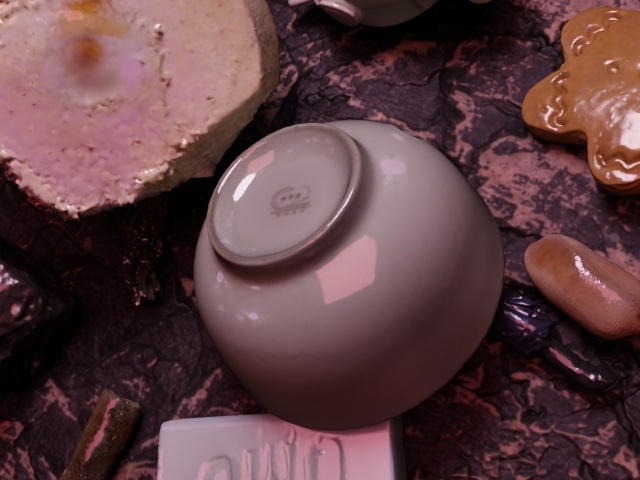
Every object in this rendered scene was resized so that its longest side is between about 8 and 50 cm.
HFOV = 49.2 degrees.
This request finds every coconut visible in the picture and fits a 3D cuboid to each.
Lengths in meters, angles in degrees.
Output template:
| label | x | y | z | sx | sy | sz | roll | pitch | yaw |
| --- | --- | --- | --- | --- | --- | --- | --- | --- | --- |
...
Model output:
| label | x | y | z | sx | sy | sz | roll | pitch | yaw |
| --- | --- | --- | --- | --- | --- | --- | --- | --- | --- |
| coconut | -0.266 | -0.249 | 0.866 | 0.404 | 0.404 | 0.405 | -6 | 69 | 15 |

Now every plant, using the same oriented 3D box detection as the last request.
| label | x | y | z | sx | sy | sz | roll | pitch | yaw |
| --- | --- | --- | --- | --- | --- | --- | --- | --- | --- |
| plant | -0.449 | 0.108 | 0.899 | 0.234 | 0.178 | 0.204 | -42 | 66 | -7 |

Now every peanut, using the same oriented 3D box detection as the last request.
| label | x | y | z | sx | sy | sz | roll | pitch | yaw |
| --- | --- | --- | --- | --- | --- | --- | --- | --- | --- |
| peanut | 0.288 | 0.050 | 0.757 | 0.152 | 0.076 | 0.076 | 40 | 86 | 23 |

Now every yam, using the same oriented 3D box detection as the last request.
| label | x | y | z | sx | sy | sz | roll | pitch | yaw |
| --- | --- | --- | --- | --- | --- | --- | --- | --- | --- |
| yam | -0.298 | 0.307 | 0.847 | 0.061 | 0.061 | 0.253 | 20 | 78 | 22 |

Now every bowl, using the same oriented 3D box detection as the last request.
| label | x | y | z | sx | sy | sz | roll | pitch | yaw |
| --- | --- | --- | --- | --- | --- | --- | --- | --- | --- |
| bowl | 0.000 | 0.000 | 0.744 | 0.353 | 0.185 | 0.354 | -16 | 50 | 20 |

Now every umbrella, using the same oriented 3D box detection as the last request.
| label | x | y | z | sx | sy | sz | roll | pitch | yaw |
| --- | --- | --- | --- | --- | --- | --- | --- | --- | --- |
| umbrella | 0.206 | 0.086 | 0.771 | 0.071 | 0.071 | 0.248 | -47 | 67 | -3 |

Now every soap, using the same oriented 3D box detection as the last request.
| label | x | y | z | sx | sy | sz | roll | pitch | yaw |
| --- | --- | --- | --- | --- | --- | --- | --- | --- | --- |
| soap | -0.041 | 0.272 | 0.766 | 0.265 | 0.087 | 0.160 | -7 | 69 | 14 |

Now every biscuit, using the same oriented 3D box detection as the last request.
| label | x | y | z | sx | sy | sz | roll | pitch | yaw |
| --- | --- | --- | --- | --- | --- | --- | --- | --- | --- |
| biscuit | 0.408 | -0.163 | 0.766 | 0.355 | 0.052 | 0.275 | 27 | 81 | 38 |

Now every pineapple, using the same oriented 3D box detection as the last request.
| label | x | y | z | sx | sy | sz | roll | pitch | yaw |
| --- | --- | --- | --- | --- | --- | --- | --- | --- | --- |
| pineapple | -0.236 | 0.007 | 0.933 | 0.074 | 0.074 | 0.160 | -11 | 71 | 13 |

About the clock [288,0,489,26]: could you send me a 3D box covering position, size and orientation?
| label | x | y | z | sx | sy | sz | roll | pitch | yaw |
| --- | --- | --- | --- | --- | --- | --- | --- | --- | --- |
| clock | 0.095 | -0.408 | 0.921 | 0.324 | 0.108 | 0.265 | -6 | 70 | 39 |
